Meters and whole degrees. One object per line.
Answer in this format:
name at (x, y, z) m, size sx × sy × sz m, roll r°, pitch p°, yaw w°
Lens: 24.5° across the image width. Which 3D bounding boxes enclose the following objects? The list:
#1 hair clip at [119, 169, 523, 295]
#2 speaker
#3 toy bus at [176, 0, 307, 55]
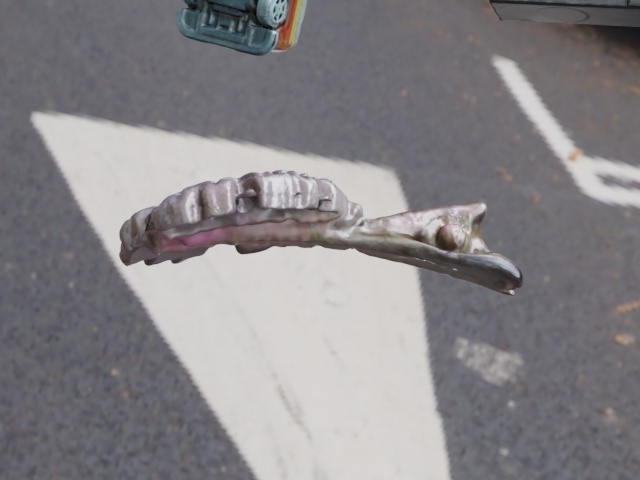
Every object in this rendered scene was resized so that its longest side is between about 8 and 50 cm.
hair clip at (0.002, -0.007, 1.104) m, size 0.301 × 0.173 × 0.069 m, roll 5°, pitch 74°, yaw -6°
speaker at (0.303, -0.272, 1.648) m, size 0.218 × 0.044 × 0.082 m, roll 5°, pitch -6°, yaw 16°
toy bus at (-0.057, -0.332, 1.574) m, size 0.121 × 0.265 × 0.120 m, roll 17°, pitch 9°, yaw 23°
